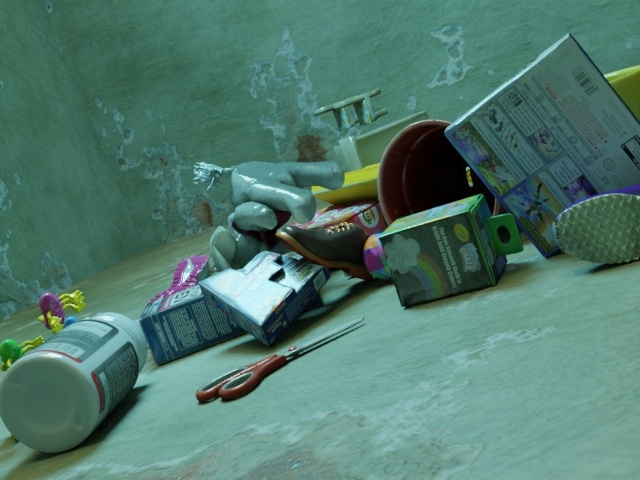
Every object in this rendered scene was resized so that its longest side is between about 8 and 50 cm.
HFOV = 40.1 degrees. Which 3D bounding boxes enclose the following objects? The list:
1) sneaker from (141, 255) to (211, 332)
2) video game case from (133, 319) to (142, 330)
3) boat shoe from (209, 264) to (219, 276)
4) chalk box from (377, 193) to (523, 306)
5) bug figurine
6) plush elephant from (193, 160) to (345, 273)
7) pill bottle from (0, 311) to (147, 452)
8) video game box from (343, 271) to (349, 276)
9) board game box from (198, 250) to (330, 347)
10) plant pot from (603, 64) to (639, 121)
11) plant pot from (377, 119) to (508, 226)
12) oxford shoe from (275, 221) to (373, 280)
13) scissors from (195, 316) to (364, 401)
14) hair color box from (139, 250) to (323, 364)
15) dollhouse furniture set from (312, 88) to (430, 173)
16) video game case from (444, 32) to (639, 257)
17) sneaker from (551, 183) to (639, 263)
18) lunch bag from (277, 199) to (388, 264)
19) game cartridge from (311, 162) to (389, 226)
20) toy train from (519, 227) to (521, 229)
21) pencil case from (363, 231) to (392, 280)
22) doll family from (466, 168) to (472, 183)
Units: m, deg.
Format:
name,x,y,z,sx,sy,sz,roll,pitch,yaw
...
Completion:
name,x,y,z,sx,sy,sz,roll,pitch,yaw
sneaker,-0.306,0.150,1.979,0.103,0.111,0.252,0,40,33
video game case,-0.455,0.225,2.092,0.227,0.026,0.206,-18,8,11
boat shoe,-0.290,0.063,2.655,0.064,0.060,0.178,-16,9,27
chalk box,0.227,0.010,1.452,0.213,0.132,0.132,-16,9,23
bug figurine,-0.500,0.204,1.567,0.072,0.216,0.279,21,47,12
plush elephant,-0.129,-0.033,1.962,0.330,0.255,0.272,6,24,9
pill bottle,-0.397,0.223,1.456,0.161,0.161,0.283,-19,7,11
video game box,0.173,0.014,1.868,0.187,0.048,0.205,-15,9,47
board game box,-0.116,0.087,1.604,0.194,0.060,0.194,14,48,35
plant pot,0.479,-0.153,1.535,0.254,0.239,0.254,-21,7,3
plant pot,0.301,-0.120,1.765,0.272,0.272,0.265,-13,3,41
oxford shoe,0.021,0.000,1.686,0.097,0.098,0.271,31,8,39
scissors,-0.064,0.183,1.396,0.297,0.021,0.109,-28,9,-36
hair color box,-0.178,0.127,1.771,0.347,0.105,0.174,-20,8,-2
dollhouse furniture set,0.122,-0.228,2.504,0.256,0.362,0.394,-24,9,-25
video game case,0.377,-0.147,1.399,0.244,0.269,0.061,-37,6,24
sneaker,0.488,-0.039,1.299,0.293,0.102,0.146,-15,2,9
lunch bag,0.000,0.000,2.135,0.258,0.120,0.293,-28,11,-40
game cartridge,0.186,-0.115,2.160,0.285,0.052,0.324,20,-21,-38
toy train,0.467,-0.071,1.709,0.166,0.046,0.125,-16,9,28
pencil case,0.194,0.013,1.633,0.236,0.104,0.104,-14,10,40
doll family,0.448,-0.175,2.207,0.163,0.118,0.263,-19,8,11
